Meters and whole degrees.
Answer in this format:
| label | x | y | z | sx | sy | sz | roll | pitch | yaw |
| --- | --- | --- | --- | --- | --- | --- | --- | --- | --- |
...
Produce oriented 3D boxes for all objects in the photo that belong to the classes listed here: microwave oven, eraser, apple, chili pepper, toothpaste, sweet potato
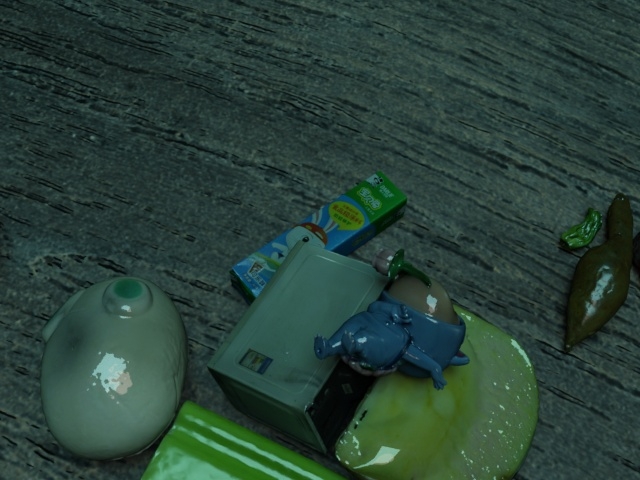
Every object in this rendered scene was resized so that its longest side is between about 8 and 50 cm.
| label | x | y | z | sx | sy | sz | roll | pitch | yaw |
| --- | --- | --- | --- | --- | --- | --- | --- | --- | --- |
| microwave oven | -0.009 | 0.129 | 0.957 | 0.163 | 0.129 | 0.205 | 21 | 60 | 29 |
| eraser | -0.076 | 0.329 | 0.874 | 0.274 | 0.092 | 0.210 | 21 | 61 | 10 |
| apple | 0.147 | 0.215 | 0.933 | 0.193 | 0.120 | 0.265 | 33 | 56 | 8 |
| chili pepper | 0.378 | -0.015 | 1.129 | 0.091 | 0.030 | 0.034 | -39 | 44 | -24 |
| toothpaste | 0.000 | 0.000 | 1.086 | 0.266 | 0.050 | 0.065 | -34 | 65 | -21 |
| sweet potato | 0.392 | 0.034 | 1.075 | 0.074 | 0.075 | 0.270 | 24 | 62 | 10 |

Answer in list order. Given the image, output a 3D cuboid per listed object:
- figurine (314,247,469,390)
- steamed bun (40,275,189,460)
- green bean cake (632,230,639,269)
| label | x | y | z | sx | sy | sz | roll | pitch | yaw |
| --- | --- | --- | --- | --- | --- | --- | --- | --- | --- |
| figurine | 0.084 | 0.083 | 0.847 | 0.178 | 0.114 | 0.145 | -5 | 100 | -38 |
| steamed bun | -0.250 | 0.136 | 0.924 | 0.177 | 0.131 | 0.228 | -14 | 50 | 20 |
| green bean cake | 0.563 | 0.036 | 1.071 | 0.232 | 0.097 | 0.199 | -8 | 61 | -8 |
